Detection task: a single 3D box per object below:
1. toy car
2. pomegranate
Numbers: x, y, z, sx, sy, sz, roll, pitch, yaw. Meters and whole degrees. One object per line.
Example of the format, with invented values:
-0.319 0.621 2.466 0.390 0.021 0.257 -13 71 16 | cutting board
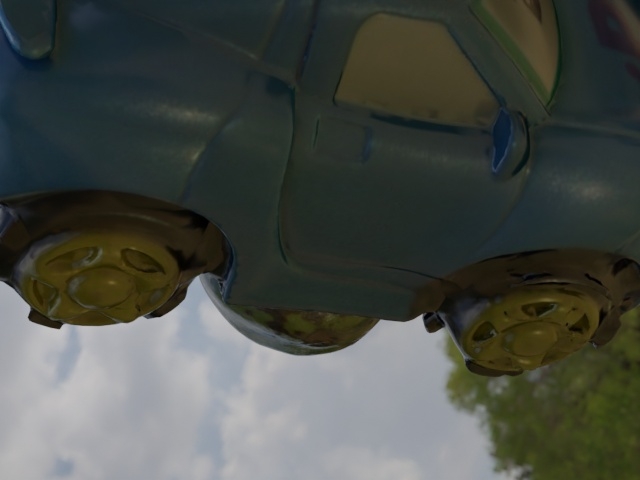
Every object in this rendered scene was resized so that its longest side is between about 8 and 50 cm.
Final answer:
0.013 -0.074 0.513 0.166 0.314 0.198 122 150 -48 | toy car
0.000 0.000 1.421 0.254 0.271 0.254 -59 -8 -14 | pomegranate
